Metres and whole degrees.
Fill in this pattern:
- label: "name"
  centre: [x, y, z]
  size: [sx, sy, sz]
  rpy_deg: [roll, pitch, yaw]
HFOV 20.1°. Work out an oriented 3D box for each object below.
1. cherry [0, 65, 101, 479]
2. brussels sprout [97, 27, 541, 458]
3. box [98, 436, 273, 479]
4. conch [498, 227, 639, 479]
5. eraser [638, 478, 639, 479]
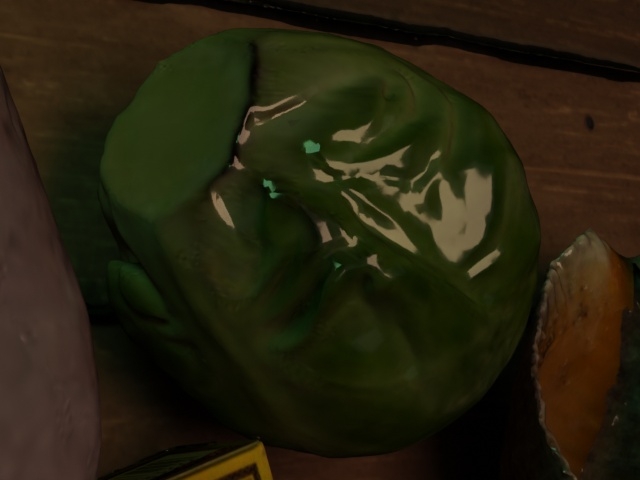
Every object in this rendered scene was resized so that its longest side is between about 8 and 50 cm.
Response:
- label: "cherry"
  centre: [-0.236, 0.020, 0.644]
  size: [0.326, 0.291, 0.335]
  rpy_deg: [-48, 122, -60]
- label: "brussels sprout"
  centre: [0.000, 0.000, 0.961]
  size: [0.244, 0.244, 0.244]
  rpy_deg: [14, 70, -43]
- label: "box"
  centre: [-0.128, 0.229, 0.848]
  size: [0.301, 0.084, 0.193]
  rpy_deg: [-18, 93, -47]
- label: "conch"
  centre: [0.218, 0.172, 1.148]
  size: [0.297, 0.210, 0.352]
  rpy_deg: [6, 42, -43]
- label: "eraser"
  centre: [0.230, 0.158, 1.280]
  size: [0.027, 0.019, 0.099]
  rpy_deg: [20, 65, -26]
